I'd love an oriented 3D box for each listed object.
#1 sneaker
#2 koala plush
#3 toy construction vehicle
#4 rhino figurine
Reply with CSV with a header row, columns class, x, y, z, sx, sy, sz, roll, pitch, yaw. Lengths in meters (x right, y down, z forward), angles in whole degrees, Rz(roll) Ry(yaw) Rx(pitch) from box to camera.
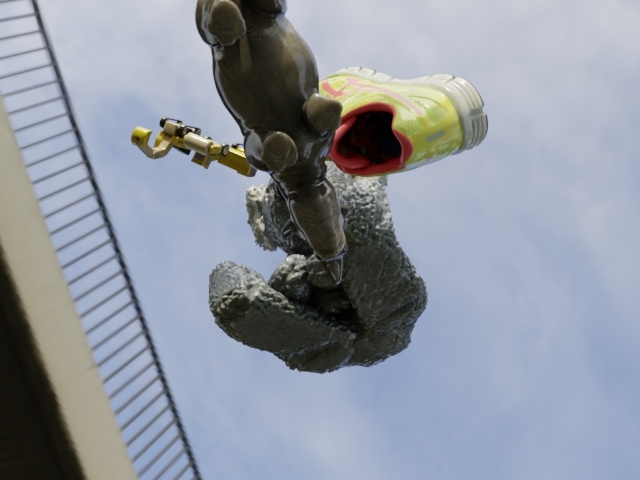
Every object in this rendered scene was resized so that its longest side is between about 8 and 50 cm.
class,x,y,z,sx,sy,sz,roll,pitch,yaw
sneaker,0.028,-0.091,0.799,0.208,0.094,0.081,1,-64,50
koala plush,0.000,0.000,0.995,0.196,0.221,0.203,-31,-43,15
toy construction vehicle,-0.100,-0.073,0.822,0.086,0.098,0.035,23,-81,18
rhino figurine,-0.024,-0.081,0.698,0.073,0.106,0.243,-22,-77,-8
